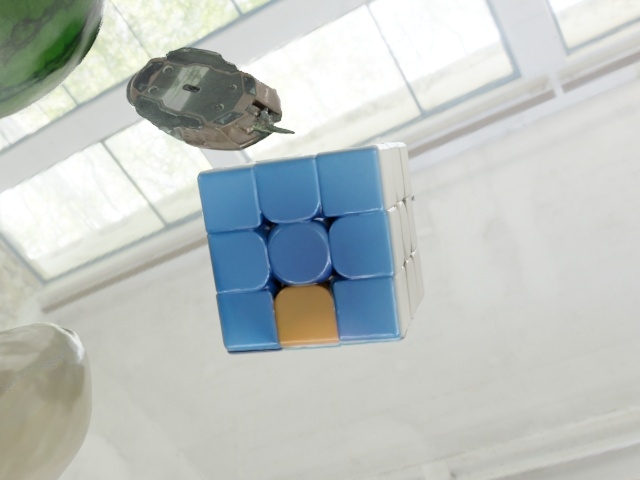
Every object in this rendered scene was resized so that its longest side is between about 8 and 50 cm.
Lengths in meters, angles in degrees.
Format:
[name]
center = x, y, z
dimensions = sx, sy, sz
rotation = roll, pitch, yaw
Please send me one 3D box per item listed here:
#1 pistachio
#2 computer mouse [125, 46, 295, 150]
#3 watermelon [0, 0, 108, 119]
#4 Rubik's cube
[pistachio]
center = -0.411, 0.229, 0.896
dimensions = 0.208, 0.226, 0.332
rotation = -35, -170, 37
[computer mouse]
center = -0.211, -0.261, 1.425
dimensions = 0.389, 0.115, 0.199
rotation = 21, -112, 18
[watermelon]
center = -0.395, -0.277, 0.728
dimensions = 0.363, 0.363, 0.363
rotation = -25, -152, 15
[Rubik's cube]
center = 0.000, 0.000, 1.182
dimensions = 0.291, 0.291, 0.291
rotation = -7, -172, 15
